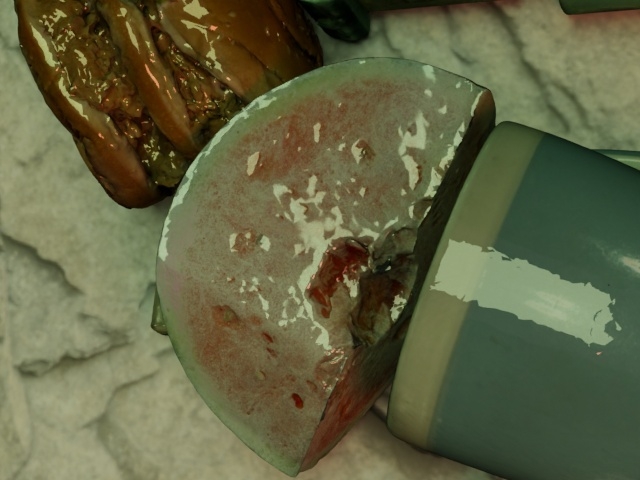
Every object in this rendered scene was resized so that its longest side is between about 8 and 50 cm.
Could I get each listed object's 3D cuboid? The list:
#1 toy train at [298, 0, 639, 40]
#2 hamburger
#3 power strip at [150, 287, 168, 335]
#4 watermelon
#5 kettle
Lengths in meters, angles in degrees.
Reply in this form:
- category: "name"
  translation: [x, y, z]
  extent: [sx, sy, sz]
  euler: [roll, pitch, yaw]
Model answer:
- category: "toy train"
  translation: [0.127, -0.307, 1.237]
  extent: [0.397, 0.160, 0.253]
  euler: [-2, 81, 13]
- category: "hamburger"
  translation: [-0.129, -0.171, 1.222]
  extent: [0.211, 0.245, 0.261]
  euler: [-25, 39, 12]
- category: "power strip"
  translation: [-0.079, 0.054, 1.245]
  extent: [0.123, 0.032, 0.056]
  euler: [3, 77, 14]
- category: "watermelon"
  translation: [0.002, 0.001, 1.161]
  extent: [0.188, 0.175, 0.322]
  euler: [34, 93, 19]
- category: "kettle"
  translation: [0.260, 0.056, 1.074]
  extent: [0.342, 0.247, 0.320]
  euler: [19, 54, 10]
